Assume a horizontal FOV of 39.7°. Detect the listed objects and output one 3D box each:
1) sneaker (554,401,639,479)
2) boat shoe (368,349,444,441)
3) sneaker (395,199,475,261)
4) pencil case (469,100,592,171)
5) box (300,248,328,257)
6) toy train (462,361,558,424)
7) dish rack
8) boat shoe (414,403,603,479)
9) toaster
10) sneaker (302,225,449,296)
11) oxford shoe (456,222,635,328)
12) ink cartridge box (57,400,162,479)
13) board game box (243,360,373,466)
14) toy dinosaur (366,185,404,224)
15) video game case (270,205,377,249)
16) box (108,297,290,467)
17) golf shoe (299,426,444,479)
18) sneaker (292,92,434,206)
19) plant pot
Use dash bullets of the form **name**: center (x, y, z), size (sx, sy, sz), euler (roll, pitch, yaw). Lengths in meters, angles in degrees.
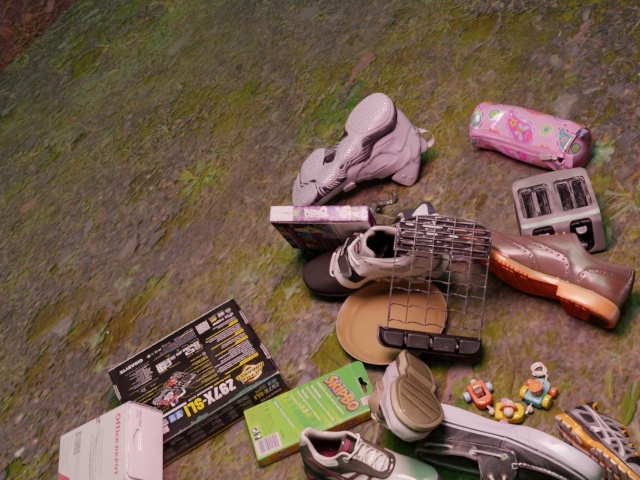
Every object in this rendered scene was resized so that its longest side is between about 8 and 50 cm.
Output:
- **sneaker**: center (0.494, 0.348, 1.500), size (0.083, 0.084, 0.215), euler (-29, 43, -14)
- **boat shoe**: center (0.148, 0.299, 1.604), size (0.103, 0.113, 0.302), euler (-49, 0, 13)
- **sneaker**: center (0.266, -0.032, 1.953), size (0.234, 0.094, 0.153), euler (-11, 52, 27)
- **pencil case**: center (0.482, -0.237, 2.045), size (0.284, 0.124, 0.124), euler (26, 61, 37)
- **box**: center (0.000, 0.000, 2.088), size (0.067, 0.018, 0.083), euler (21, 58, 35)
- **toy train**: center (0.353, 0.278, 1.651), size (0.166, 0.046, 0.125), euler (-22, 44, 1)
- **dish rack**: center (0.227, 0.087, 1.726), size (0.208, 0.074, 0.272), euler (7, 89, 2)
- **boat shoe**: center (0.315, 0.385, 1.530), size (0.335, 0.121, 0.119), euler (8, 58, 43)
- **toaster**: center (0.499, -0.056, 1.870), size (0.168, 0.110, 0.186), euler (-11, 44, 11)
- **sneaker**: center (0.090, 0.028, 1.865), size (0.330, 0.146, 0.123), euler (-13, 58, 27)
- **oxford shoe**: center (0.442, 0.038, 1.762), size (0.363, 0.130, 0.133), euler (29, 81, 25)
- **ink cartridge box**: center (-0.407, 0.425, 1.718), size (0.218, 0.092, 0.159), euler (-30, 50, 32)
- **board game box**: center (-0.016, 0.338, 1.754), size (0.259, 0.039, 0.124), euler (-26, 44, 1)
- **toy dinosaur**: center (0.121, -0.064, 2.032), size (0.268, 0.064, 0.118), euler (-4, 30, 47)
- **video game case**: center (0.017, -0.026, 1.942), size (0.210, 0.232, 0.042), euler (-1, 75, 12)
- **box**: center (-0.261, 0.295, 1.869), size (0.322, 0.079, 0.257), euler (-31, 46, -9)
- **golf shoe**: center (0.083, 0.407, 1.587), size (0.272, 0.120, 0.105), euler (5, 49, 25)
- **sneaker**: center (0.104, -0.171, 2.136), size (0.366, 0.210, 0.137), euler (-47, 36, 26)
- **plant pot**: center (0.150, 0.169, 1.853), size (0.236, 0.032, 0.236), euler (-12, 44, 12)
